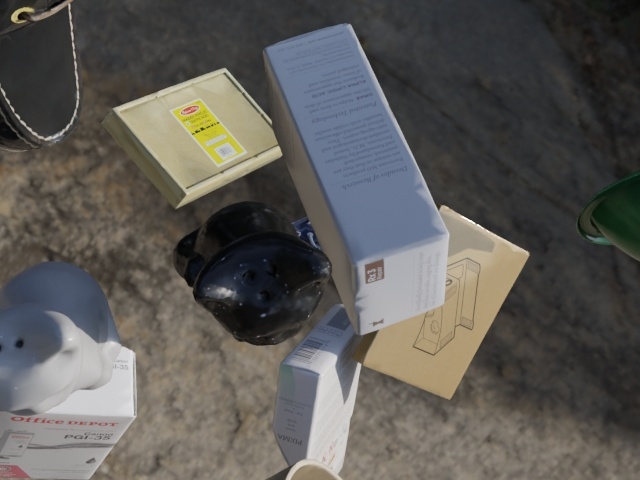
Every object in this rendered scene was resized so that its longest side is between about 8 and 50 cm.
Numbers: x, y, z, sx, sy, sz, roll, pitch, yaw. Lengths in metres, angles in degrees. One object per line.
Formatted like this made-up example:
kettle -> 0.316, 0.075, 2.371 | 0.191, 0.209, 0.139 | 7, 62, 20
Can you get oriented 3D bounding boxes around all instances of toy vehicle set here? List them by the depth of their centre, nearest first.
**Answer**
toy vehicle set -> -0.178, -0.159, 1.731 | 0.166, 0.035, 0.267 | 50, 39, 7

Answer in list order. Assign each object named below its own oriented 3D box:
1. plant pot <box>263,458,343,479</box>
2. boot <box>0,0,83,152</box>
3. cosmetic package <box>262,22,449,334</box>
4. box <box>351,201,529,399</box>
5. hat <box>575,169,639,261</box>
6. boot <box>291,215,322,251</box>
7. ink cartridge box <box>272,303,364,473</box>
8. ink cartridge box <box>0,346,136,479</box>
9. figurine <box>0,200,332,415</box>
plant pot -> -0.091, 0.370, 1.072 | 0.256, 0.274, 0.256 | 55, 20, -32
boot -> -0.145, -0.199, 0.751 | 0.284, 0.377, 0.138 | 11, 41, 20
cosmetic package -> 0.027, -0.053, 0.950 | 0.086, 0.117, 0.231 | -19, 60, -8
box -> 0.141, 0.074, 1.334 | 0.164, 0.201, 0.021 | 25, 4, -40
hat -> 0.387, 0.031, 1.210 | 0.173, 0.208, 0.183 | 13, 55, -37
boot -> 0.000, 0.000, 1.354 | 0.069, 0.086, 0.190 | 68, 26, -12
ink cartridge box -> -0.006, 0.209, 1.361 | 0.056, 0.224, 0.181 | 17, 24, 15
ink cartridge box -> -0.424, 0.270, 1.802 | 0.207, 0.283, 0.117 | 7, 57, -24
figurine -> -0.102, 0.041, 0.664 | 0.209, 0.215, 0.092 | 178, -105, -83
